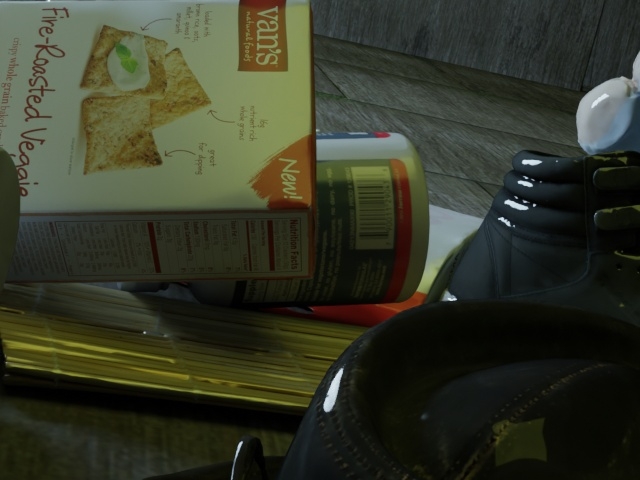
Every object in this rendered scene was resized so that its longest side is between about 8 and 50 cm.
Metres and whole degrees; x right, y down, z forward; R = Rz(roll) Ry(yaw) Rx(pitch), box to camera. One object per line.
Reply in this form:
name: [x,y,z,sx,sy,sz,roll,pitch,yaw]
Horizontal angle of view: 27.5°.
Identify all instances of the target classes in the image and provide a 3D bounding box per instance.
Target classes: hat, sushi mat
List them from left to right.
sushi mat: [-0.015,0.066,0.705,0.316,0.019,0.151,9,15,-14]
hat: [0.068,0.094,0.429,0.331,0.134,0.331,12,13,-3]

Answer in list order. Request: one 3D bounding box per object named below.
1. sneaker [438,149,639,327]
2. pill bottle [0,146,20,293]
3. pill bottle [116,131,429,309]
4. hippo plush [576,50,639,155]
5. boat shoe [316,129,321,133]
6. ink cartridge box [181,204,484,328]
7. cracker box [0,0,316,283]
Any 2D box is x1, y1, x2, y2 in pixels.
sneaker: [0.203,0.030,0.790,0.104,0.147,0.295,2,19,-46]
pill bottle: [-0.267,-0.025,0.582,0.245,0.136,0.136,15,14,8]
pill bottle: [-0.034,-0.012,0.798,0.180,0.108,0.108,-1,17,-14]
hippo plush: [0.421,-0.089,1.294,0.294,0.234,0.236,21,16,33]
boat shoe: [-0.111,-0.094,1.127,0.258,0.084,0.095,17,15,19]
ink cartridge box: [0.000,0.000,0.920,0.189,0.066,0.232,17,10,17]
cracker box: [-0.118,-0.057,0.716,0.232,0.067,0.156,-1,53,-1]
